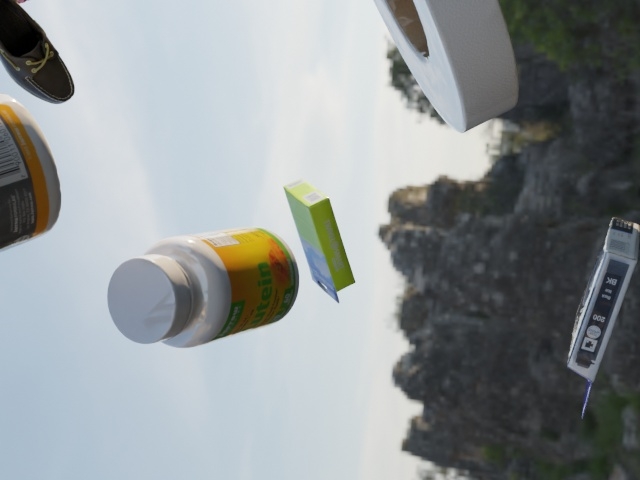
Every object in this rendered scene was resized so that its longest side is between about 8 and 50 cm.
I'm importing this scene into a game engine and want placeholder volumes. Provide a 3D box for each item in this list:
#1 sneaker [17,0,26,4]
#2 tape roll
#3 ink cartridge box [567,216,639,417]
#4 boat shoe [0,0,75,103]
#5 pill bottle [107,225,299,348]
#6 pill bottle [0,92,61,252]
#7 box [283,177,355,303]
[{"bbox_3d":[-0.531,-0.435,1.912,0.047,0.119,0.057,-93,-21,-66],"label":"sneaker"},{"bbox_3d":[0.104,-0.306,1.238,0.392,0.072,0.392,63,-178,-3],"label":"tape roll"},{"bbox_3d":[0.347,0.090,1.380,0.206,0.045,0.208,-37,-37,-70],"label":"ink cartridge box"},{"bbox_3d":[-0.452,-0.293,1.681,0.081,0.069,0.227,-48,-58,-14],"label":"boat shoe"},{"bbox_3d":[-0.143,0.058,1.360,0.246,0.136,0.136,-10,-74,-59],"label":"pill bottle"},{"bbox_3d":[-0.414,-0.037,1.094,0.278,0.162,0.162,-24,-52,-35],"label":"pill bottle"},{"bbox_3d":[0.000,0.000,1.743,0.109,0.042,0.178,40,152,58],"label":"box"}]
